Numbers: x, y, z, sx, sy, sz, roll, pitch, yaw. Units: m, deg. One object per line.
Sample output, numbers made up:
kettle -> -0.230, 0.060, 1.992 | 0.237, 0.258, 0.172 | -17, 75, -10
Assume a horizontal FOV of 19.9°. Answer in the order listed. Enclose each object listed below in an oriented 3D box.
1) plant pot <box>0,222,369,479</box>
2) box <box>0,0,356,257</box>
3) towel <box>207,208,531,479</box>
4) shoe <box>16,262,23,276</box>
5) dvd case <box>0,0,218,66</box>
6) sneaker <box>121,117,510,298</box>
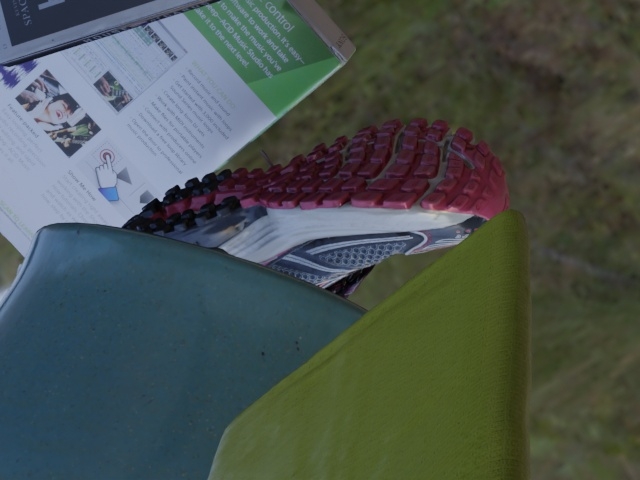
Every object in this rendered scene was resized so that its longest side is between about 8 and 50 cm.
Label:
plant pot -> -0.083, 0.138, 0.835 | 0.271, 0.271, 0.255 | 42, -118, -63
box -> -0.165, -0.134, 1.429 | 0.232, 0.322, 0.058 | 49, -156, -8
towel -> 0.004, 0.077, 0.349 | 0.021, 0.102, 0.237 | 46, -158, -16
shoe -> -0.179, 0.117, 1.180 | 0.058, 0.076, 0.219 | 13, -109, -29
dvd case -> -0.138, -0.239, 1.269 | 0.029, 0.238, 0.179 | -6, -99, -76
sneaker -> 0.000, 0.000, 1.224 | 0.121, 0.299, 0.112 | -47, -63, -47
